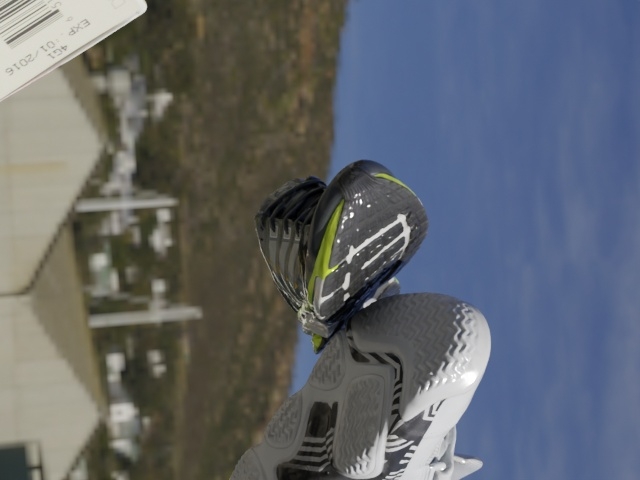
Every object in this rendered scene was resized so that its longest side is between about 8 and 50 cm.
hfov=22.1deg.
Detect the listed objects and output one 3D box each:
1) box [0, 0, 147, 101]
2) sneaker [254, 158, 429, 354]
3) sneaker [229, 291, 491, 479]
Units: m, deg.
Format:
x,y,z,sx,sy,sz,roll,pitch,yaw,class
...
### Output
x,y,z,sx,sy,sz,roll,pitch,yaw,class
-0.231,-0.231,1.073,0.232,0.127,0.148,61,5,38,box
0.000,0.000,1.304,0.121,0.111,0.300,49,-18,11,sneaker
0.079,0.181,1.358,0.366,0.210,0.137,-51,-146,39,sneaker
